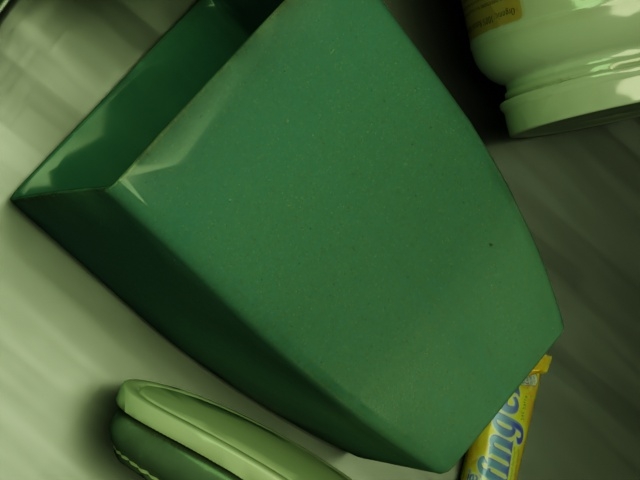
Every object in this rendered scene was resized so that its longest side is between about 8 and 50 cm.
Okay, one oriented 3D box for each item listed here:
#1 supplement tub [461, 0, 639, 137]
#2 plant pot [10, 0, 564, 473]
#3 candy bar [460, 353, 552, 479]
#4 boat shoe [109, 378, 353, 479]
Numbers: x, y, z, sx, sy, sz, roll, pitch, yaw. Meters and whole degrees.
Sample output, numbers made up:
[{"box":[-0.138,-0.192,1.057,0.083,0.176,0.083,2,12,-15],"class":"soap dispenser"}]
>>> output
[{"box":[0.143,-0.166,1.037,0.144,0.144,0.199,-11,88,-21],"class":"supplement tub"},{"box":[0.000,0.000,0.960,0.234,0.166,0.165,47,71,-17],"class":"plant pot"},{"box":[0.095,0.136,1.054,0.040,0.018,0.161,17,78,-18],"class":"candy bar"},{"box":[0.014,0.186,0.968,0.319,0.116,0.099,34,95,-10],"class":"boat shoe"}]
